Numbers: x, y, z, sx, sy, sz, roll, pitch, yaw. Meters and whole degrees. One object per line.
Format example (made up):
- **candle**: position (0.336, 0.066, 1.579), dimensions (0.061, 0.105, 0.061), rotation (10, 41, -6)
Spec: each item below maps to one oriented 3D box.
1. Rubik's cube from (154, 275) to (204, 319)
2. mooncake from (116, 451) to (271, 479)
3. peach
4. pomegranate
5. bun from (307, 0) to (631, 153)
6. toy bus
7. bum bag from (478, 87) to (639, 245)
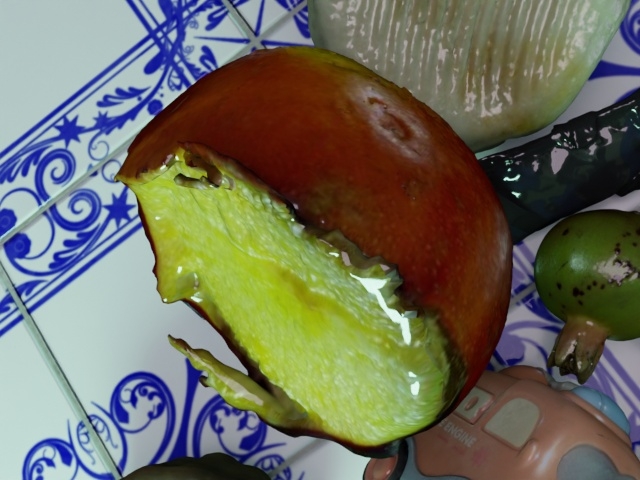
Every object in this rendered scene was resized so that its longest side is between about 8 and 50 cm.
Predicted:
- **Rubik's cube**: position (-0.140, 0.043, 0.928), dimensions (0.092, 0.092, 0.092), rotation (38, 91, 15)
- **mooncake**: position (-0.147, 0.398, 0.842), dimensions (0.290, 0.161, 0.291), rotation (-2, 79, 13)
- **peach**: position (0.000, 0.000, 0.683), dimensions (0.352, 0.339, 0.417), rotation (-16, 44, -4)
- **pomegranate**: position (0.314, 0.058, 0.794), dimensions (0.159, 0.159, 0.205), rotation (24, 76, 15)
- **bun**: position (0.166, -0.289, 0.845), dimensions (0.364, 0.219, 0.366), rotation (2, 103, 9)
- **toy bus**: position (0.202, 0.244, 0.734), dimensions (0.194, 0.287, 0.232), rotation (41, 80, -17)
- **bum bag**: position (0.303, -0.087, 0.841), dimensions (0.309, 0.137, 0.074), rotation (-25, 36, 9)
